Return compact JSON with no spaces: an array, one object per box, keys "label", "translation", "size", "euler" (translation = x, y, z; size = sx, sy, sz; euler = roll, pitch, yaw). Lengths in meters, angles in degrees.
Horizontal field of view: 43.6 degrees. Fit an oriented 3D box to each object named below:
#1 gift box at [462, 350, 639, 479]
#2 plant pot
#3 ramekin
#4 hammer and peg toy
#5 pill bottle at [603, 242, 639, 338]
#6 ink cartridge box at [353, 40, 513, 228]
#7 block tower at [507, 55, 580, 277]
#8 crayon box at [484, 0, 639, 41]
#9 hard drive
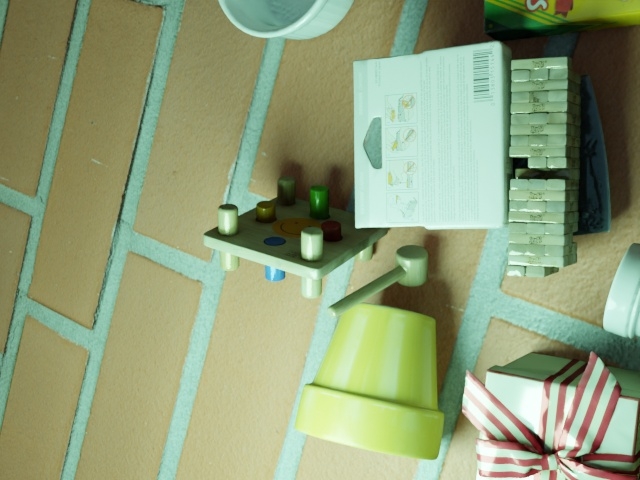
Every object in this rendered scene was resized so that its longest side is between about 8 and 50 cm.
[{"label":"gift box","translation":[0.370,0.291,1.228],"size":[0.255,0.258,0.276],"euler":[1,93,30]},{"label":"plant pot","translation":[0.102,0.240,1.405],"size":[0.254,0.254,0.239],"euler":[7,80,30]},{"label":"ramekin","translation":[-0.056,-0.517,1.528],"size":[0.277,0.135,0.277],"euler":[1,93,32]},{"label":"hammer and peg toy","translation":[0.000,0.000,1.437],"size":[0.361,0.266,0.127],"euler":[17,118,30]},{"label":"pill bottle","translation":[0.591,0.117,1.135],"size":[0.334,0.188,0.188],"euler":[19,100,28]},{"label":"ink cartridge box","translation":[0.187,-0.167,1.339],"size":[0.261,0.066,0.296],"euler":[0,91,28]},{"label":"block tower","translation":[0.354,-0.113,1.262],"size":[0.091,0.097,0.335],"euler":[3,95,30]},{"label":"crayon box","translation":[0.425,-0.444,1.283],"size":[0.319,0.081,0.202],"euler":[0,90,30]},{"label":"hard drive","translation":[0.388,-0.131,1.325],"size":[0.172,0.054,0.254],"euler":[-9,87,31]}]
